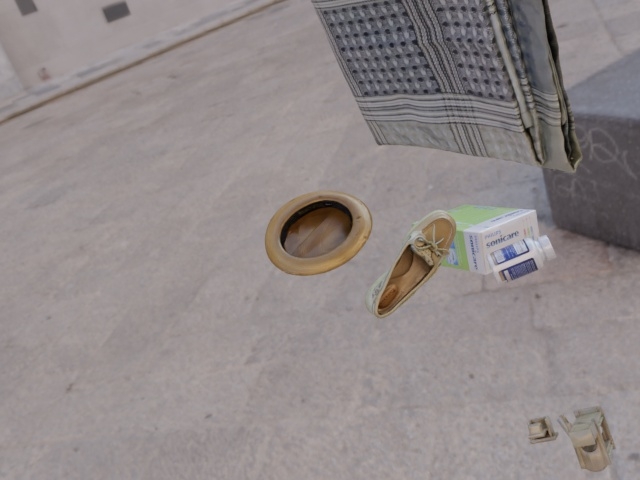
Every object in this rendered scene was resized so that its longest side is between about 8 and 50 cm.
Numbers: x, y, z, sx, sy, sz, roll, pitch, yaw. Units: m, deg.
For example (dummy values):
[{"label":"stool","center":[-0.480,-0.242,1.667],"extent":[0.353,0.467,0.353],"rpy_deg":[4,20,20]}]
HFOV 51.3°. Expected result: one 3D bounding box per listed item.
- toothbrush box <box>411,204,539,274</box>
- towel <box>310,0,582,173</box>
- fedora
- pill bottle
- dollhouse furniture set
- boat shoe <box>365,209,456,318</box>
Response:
[{"label":"toothbrush box","center":[0.421,-0.010,1.827],"extent":[0.206,0.122,0.283],"rpy_deg":[-19,13,-27]},{"label":"towel","center":[0.118,-0.215,0.749],"extent":[0.056,0.312,0.324],"rpy_deg":[-43,36,-24]},{"label":"fedora","center":[0.000,0.000,1.158],"extent":[0.194,0.079,0.194],"rpy_deg":[-7,49,8]},{"label":"pill bottle","center":[0.391,0.035,1.298],"extent":[0.120,0.067,0.067],"rpy_deg":[-24,25,13]},{"label":"dollhouse furniture set","center":[0.490,0.418,1.340],"extent":[0.161,0.101,0.182],"rpy_deg":[-21,-8,28]},{"label":"boat shoe","center":[0.210,0.058,1.481],"extent":[0.285,0.105,0.089],"rpy_deg":[-55,5,1]}]
